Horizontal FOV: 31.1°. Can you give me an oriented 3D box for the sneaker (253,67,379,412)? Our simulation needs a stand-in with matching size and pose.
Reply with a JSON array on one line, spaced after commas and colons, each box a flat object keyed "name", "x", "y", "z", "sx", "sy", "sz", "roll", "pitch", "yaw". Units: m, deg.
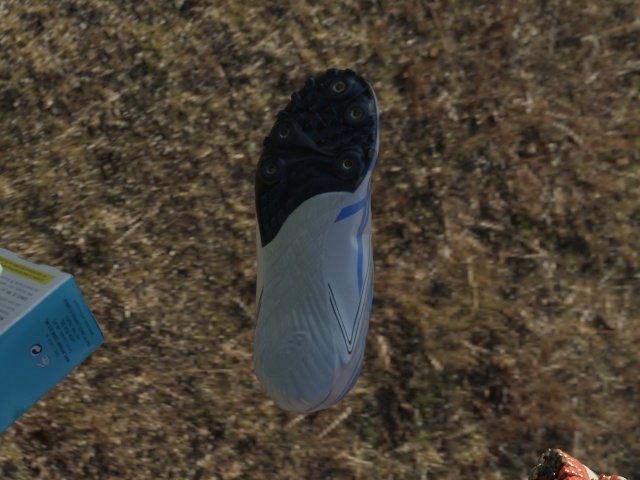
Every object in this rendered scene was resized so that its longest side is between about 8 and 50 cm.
[{"name": "sneaker", "x": 0.000, "y": 0.000, "z": 0.799, "sx": 0.086, "sy": 0.085, "sz": 0.237, "roll": 0, "pitch": 98, "yaw": -74}]

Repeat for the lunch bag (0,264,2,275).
[{"name": "lunch bag", "x": -0.281, "y": -0.017, "z": 0.458, "sx": 0.262, "sy": 0.223, "sz": 0.160, "roll": -11, "pitch": 56, "yaw": -4}]

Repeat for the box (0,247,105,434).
[{"name": "box", "x": -0.256, "y": 0.105, "z": 0.700, "sx": 0.244, "sy": 0.100, "sz": 0.060, "roll": -44, "pitch": 130, "yaw": -30}]

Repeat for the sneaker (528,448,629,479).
[{"name": "sneaker", "x": 0.197, "y": 0.197, "z": 0.738, "sx": 0.093, "sy": 0.225, "sz": 0.088, "roll": 29, "pitch": 94, "yaw": -5}]
